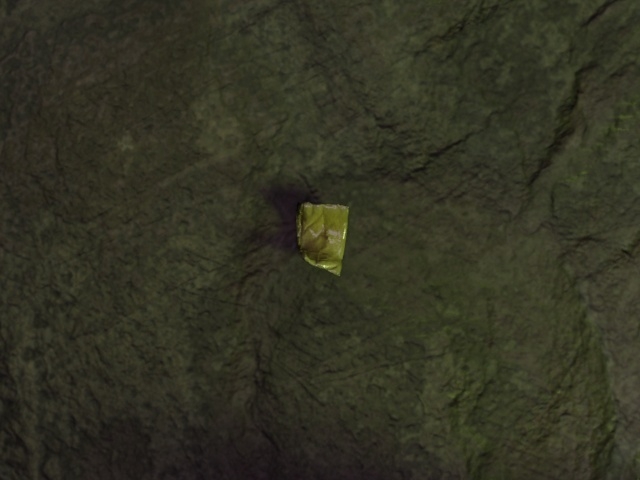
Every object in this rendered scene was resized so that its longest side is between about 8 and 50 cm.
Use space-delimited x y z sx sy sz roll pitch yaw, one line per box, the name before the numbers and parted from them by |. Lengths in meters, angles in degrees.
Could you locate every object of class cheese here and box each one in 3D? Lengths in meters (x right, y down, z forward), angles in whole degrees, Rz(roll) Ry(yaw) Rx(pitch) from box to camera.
cheese | 0.000 0.001 1.471 0.060 0.041 0.084 4 71 -2
